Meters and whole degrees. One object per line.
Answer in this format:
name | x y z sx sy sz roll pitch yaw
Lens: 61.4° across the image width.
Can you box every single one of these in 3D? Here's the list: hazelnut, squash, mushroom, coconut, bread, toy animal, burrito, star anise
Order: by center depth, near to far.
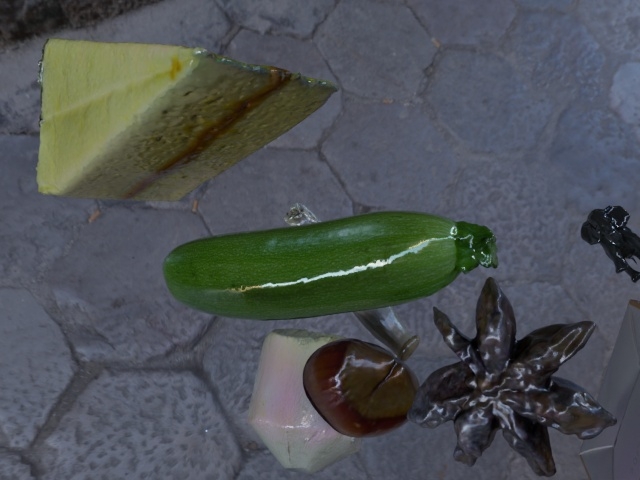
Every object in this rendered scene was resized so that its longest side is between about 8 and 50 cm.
bread | -0.135 -0.090 0.499 0.168 0.264 0.163 -3 108 -45
star anise | 0.196 0.154 0.556 0.197 0.073 0.212 17 104 24
squash | -0.014 0.031 0.589 0.395 0.107 0.107 -6 69 21
hazelnut | 0.070 0.275 1.016 0.212 0.181 0.181 42 82 -4
coconut | -0.022 0.379 1.259 0.297 0.297 0.309 11 72 -8
toy animal | 0.711 0.008 1.298 0.114 0.245 0.146 -30 50 15
burrito | 0.000 0.000 1.309 0.226 0.087 0.060 48 33 -11
mushroom | 0.154 0.198 1.387 0.096 0.108 0.247 -24 69 -44

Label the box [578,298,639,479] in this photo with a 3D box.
box | 0.517 0.257 0.724 0.214 0.259 0.283 17 98 15
